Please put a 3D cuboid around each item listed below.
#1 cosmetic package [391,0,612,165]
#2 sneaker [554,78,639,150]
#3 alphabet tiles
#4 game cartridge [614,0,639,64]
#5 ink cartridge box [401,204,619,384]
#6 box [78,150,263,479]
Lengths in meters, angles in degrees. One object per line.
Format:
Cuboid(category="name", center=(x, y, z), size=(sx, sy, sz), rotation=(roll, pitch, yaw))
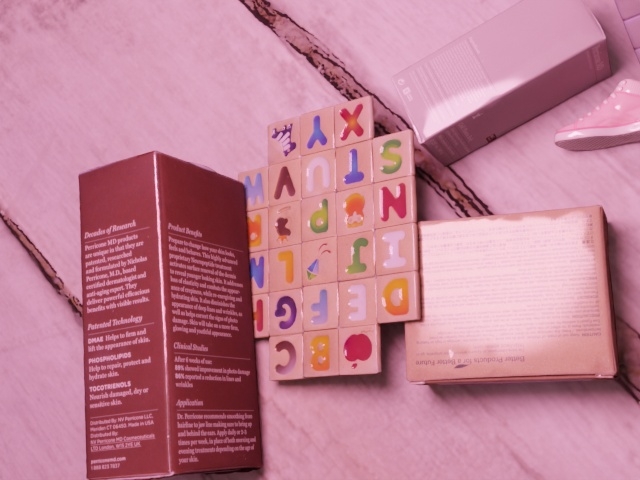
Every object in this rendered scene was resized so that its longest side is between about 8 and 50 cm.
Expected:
Cuboid(category="cosmetic package", center=(0.218, -0.198, 1.140), size=(0.238, 0.127, 0.107), rotation=(-27, 71, 16))
Cuboid(category="sneaker", center=(0.341, -0.150, 1.126), size=(0.134, 0.051, 0.070), rotation=(-9, 75, 15))
Cuboid(category="alphabet tiles", center=(0.000, 0.000, 1.194), size=(0.285, 0.011, 0.342), rotation=(-10, 76, 38))
Cuboid(category="game cartridge", center=(0.486, -0.343, 1.027), size=(0.355, 0.068, 0.230), rotation=(-20, 115, 24))
Cuboid(category="ink cartridge box", center=(0.219, 0.069, 1.107), size=(0.235, 0.088, 0.193), rotation=(-5, 79, 20))
Cuboid(category="box", center=(-0.187, 0.100, 1.187), size=(0.143, 0.191, 0.381), rotation=(-10, 76, 28))
